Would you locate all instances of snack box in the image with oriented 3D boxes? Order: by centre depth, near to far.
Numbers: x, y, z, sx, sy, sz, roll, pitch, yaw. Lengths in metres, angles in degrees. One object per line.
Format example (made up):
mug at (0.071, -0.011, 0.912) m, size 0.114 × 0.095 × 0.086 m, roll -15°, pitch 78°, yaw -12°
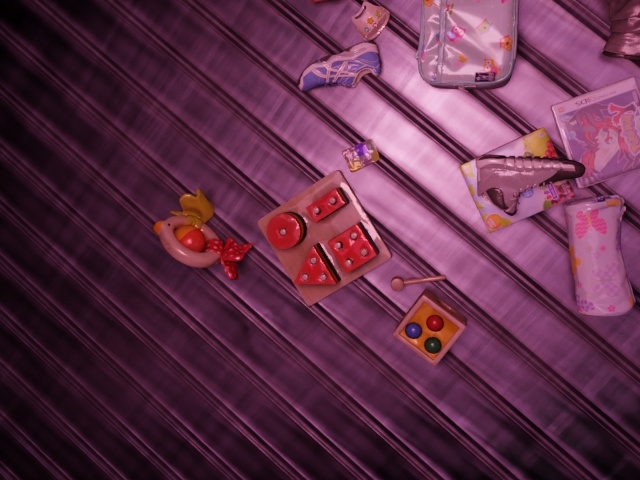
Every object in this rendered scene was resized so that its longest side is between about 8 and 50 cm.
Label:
snack box at (0.448, -0.137, 1.507) m, size 0.207 × 0.070 × 0.174 m, roll -25°, pitch 91°, yaw 17°

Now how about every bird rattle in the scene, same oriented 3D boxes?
bird rattle at (-0.310, 0.008, 1.659) m, size 0.143 × 0.207 × 0.253 m, roll -43°, pitch 76°, yaw 33°

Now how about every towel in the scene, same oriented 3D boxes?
towel at (0.099, -0.208, 1.616) m, size 0.083 × 0.009 × 0.060 m, roll -22°, pitch 91°, yaw 16°

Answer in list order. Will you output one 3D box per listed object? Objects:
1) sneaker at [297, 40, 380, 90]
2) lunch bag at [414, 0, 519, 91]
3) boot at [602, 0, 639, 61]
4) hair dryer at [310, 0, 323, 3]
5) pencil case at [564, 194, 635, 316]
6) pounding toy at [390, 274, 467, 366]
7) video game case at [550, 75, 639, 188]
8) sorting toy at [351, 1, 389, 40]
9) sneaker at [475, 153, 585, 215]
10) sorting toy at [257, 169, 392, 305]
sneaker at (0.044, -0.400, 1.569) m, size 0.211 × 0.080 × 0.081 m, roll -20°, pitch 89°, yaw 17°
lunch bag at (0.326, -0.473, 1.473) m, size 0.224 × 0.108 × 0.279 m, roll 4°, pitch 98°, yaw 13°
boot at (0.629, -0.498, 1.392) m, size 0.338 × 0.118 × 0.222 m, roll 19°, pitch 119°, yaw 26°
hair dryer at (0.069, -0.680, 1.544) m, size 0.224 × 0.080 × 0.293 m, roll 38°, pitch 99°, yaw 23°
pencil case at (0.621, 0.033, 1.464) m, size 0.124 × 0.113 × 0.273 m, roll -8°, pitch 95°, yaw 1°
pounding toy at (0.248, 0.165, 1.585) m, size 0.206 × 0.094 × 0.181 m, roll 37°, pitch 104°, yaw 7°
video game case at (0.638, -0.239, 1.470) m, size 0.183 × 0.023 × 0.201 m, roll -19°, pitch 93°, yaw 16°
sorting toy at (0.114, -0.525, 1.557) m, size 0.075 × 0.045 × 0.083 m, roll 46°, pitch 106°, yaw 12°
sneaker at (0.452, -0.117, 1.437) m, size 0.229 × 0.086 × 0.132 m, roll 7°, pitch 104°, yaw 23°
sorting toy at (0.000, 0.000, 1.628) m, size 0.255 × 0.089 × 0.257 m, roll -32°, pitch 89°, yaw 16°
